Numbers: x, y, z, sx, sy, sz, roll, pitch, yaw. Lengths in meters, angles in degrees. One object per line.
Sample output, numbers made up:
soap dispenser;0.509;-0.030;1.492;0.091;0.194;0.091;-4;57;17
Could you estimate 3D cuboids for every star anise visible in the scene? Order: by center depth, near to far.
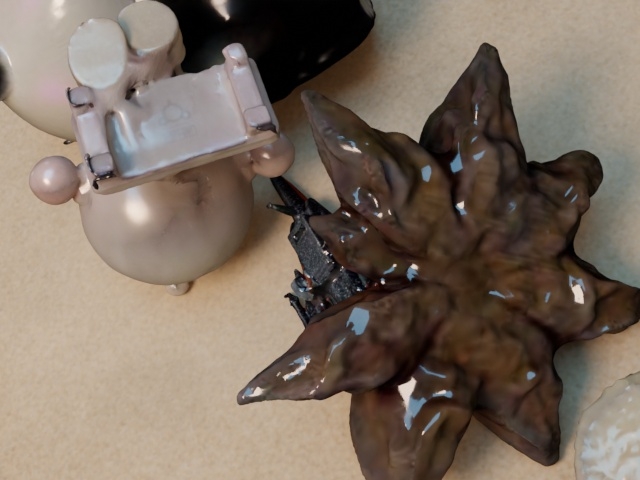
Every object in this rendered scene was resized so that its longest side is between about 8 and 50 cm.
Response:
star anise;0.079;0.023;0.737;0.315;0.315;0.108;-53;22;-8

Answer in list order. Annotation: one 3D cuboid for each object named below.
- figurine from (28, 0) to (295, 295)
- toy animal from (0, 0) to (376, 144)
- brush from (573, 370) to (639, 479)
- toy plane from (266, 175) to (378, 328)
figurine;-0.107;-0.047;0.817;0.182;0.256;0.144;-36;70;-17
toy animal;-0.134;-0.198;0.891;0.310;0.251;0.251;-26;63;12
brush;0.220;0.220;0.639;0.174;0.166;0.266;10;74;22
toy plane;-0.002;0.000;0.862;0.189;0.061;0.130;49;119;31
